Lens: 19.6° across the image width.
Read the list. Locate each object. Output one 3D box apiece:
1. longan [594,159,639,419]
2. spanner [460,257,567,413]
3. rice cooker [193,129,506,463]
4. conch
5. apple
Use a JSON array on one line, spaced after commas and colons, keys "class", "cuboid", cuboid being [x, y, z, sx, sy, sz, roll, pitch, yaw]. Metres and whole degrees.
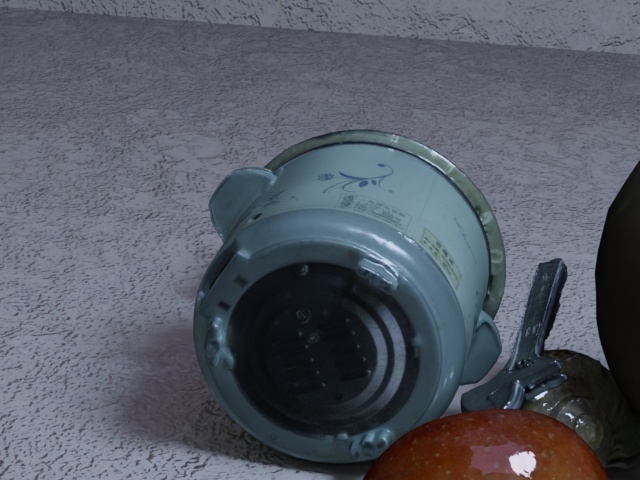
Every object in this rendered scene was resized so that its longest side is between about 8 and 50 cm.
[{"class": "longan", "cuboid": [0.429, 0.052, 1.573, 0.404, 0.405, 0.336, 11, 6, 18]}, {"class": "spanner", "cuboid": [0.187, 0.087, 1.664, 0.093, 0.026, 0.325, -20, 16, 21]}, {"class": "rice cooker", "cuboid": [0.025, 0.047, 1.699, 0.316, 0.264, 0.317, 25, 26, -13]}, {"class": "conch", "cuboid": [0.219, 0.167, 1.686, 0.155, 0.130, 0.207, 35, -9, -10]}, {"class": "apple", "cuboid": [0.120, 0.219, 1.358, 0.201, 0.201, 0.162, 0, 56, -13]}]
